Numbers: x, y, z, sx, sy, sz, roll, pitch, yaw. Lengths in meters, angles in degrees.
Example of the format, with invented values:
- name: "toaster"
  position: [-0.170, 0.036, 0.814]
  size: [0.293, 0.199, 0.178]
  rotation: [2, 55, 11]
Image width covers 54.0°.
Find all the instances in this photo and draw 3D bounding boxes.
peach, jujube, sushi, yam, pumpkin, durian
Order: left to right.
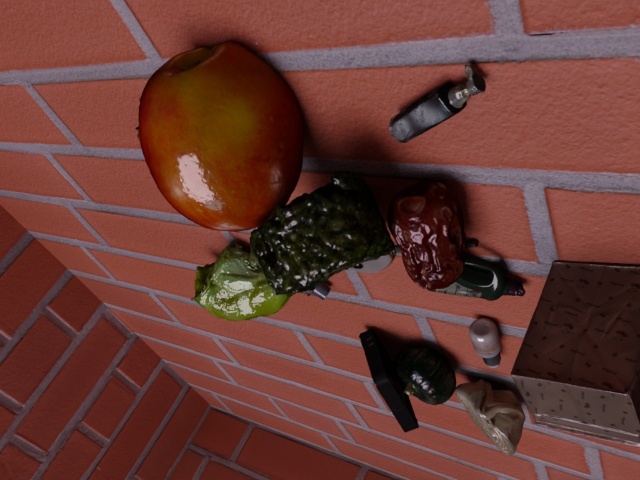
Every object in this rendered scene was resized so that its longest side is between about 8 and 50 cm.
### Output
- name: "peach"
  position: [-0.192, -0.189, 1.307]
  size: [0.242, 0.306, 0.380]
  rotation: [14, 143, 40]
- name: "durian"
  position: [-0.254, 0.146, 1.985]
  size: [0.340, 0.204, 0.255]
  rotation: [26, 139, 6]
- name: "sushi"
  position: [0.000, 0.000, 1.347]
  size: [0.178, 0.294, 0.352]
  rotation: [64, -175, 7]
- name: "pumpkin"
  position: [0.314, 0.414, 1.921]
  size: [0.212, 0.152, 0.211]
  rotation: [26, 149, 18]
- name: "jujube"
  position: [0.226, -0.010, 1.306]
  size: [0.155, 0.155, 0.230]
  rotation: [8, 128, 36]
- name: "yam"
  position: [0.264, 0.016, 1.470]
  size: [0.029, 0.027, 0.234]
  rotation: [28, 158, -38]

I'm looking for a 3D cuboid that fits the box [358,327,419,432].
- name: "box"
  position: [0.224, 0.456, 2.034]
  size: [0.058, 0.211, 0.350]
  rotation: [-23, 133, 9]

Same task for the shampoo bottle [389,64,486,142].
- name: "shampoo bottle"
  position: [0.203, -0.236, 1.101]
  size: [0.063, 0.057, 0.208]
  rotation: [47, 146, -13]

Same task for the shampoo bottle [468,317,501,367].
- name: "shampoo bottle"
  position: [0.446, 0.283, 1.673]
  size: [0.074, 0.074, 0.192]
  rotation: [11, 146, 32]

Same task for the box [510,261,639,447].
- name: "box"
  position: [0.544, 0.213, 1.238]
  size: [0.225, 0.297, 0.190]
  rotation: [2, 140, 41]

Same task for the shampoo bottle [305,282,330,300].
- name: "shampoo bottle"
  position: [-0.067, 0.104, 1.877]
  size: [0.214, 0.072, 0.072]
  rotation: [35, 151, -7]

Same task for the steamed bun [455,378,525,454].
- name: "steamed bun"
  position: [0.527, 0.505, 1.885]
  size: [0.211, 0.144, 0.218]
  rotation: [56, 173, -25]

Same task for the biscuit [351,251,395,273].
- name: "biscuit"
  position: [0.085, 0.023, 1.588]
  size: [0.208, 0.049, 0.181]
  rotation: [21, 146, -3]

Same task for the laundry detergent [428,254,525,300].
- name: "laundry detergent"
  position: [0.355, 0.085, 1.429]
  size: [0.222, 0.078, 0.144]
  rotation: [11, 147, 13]
